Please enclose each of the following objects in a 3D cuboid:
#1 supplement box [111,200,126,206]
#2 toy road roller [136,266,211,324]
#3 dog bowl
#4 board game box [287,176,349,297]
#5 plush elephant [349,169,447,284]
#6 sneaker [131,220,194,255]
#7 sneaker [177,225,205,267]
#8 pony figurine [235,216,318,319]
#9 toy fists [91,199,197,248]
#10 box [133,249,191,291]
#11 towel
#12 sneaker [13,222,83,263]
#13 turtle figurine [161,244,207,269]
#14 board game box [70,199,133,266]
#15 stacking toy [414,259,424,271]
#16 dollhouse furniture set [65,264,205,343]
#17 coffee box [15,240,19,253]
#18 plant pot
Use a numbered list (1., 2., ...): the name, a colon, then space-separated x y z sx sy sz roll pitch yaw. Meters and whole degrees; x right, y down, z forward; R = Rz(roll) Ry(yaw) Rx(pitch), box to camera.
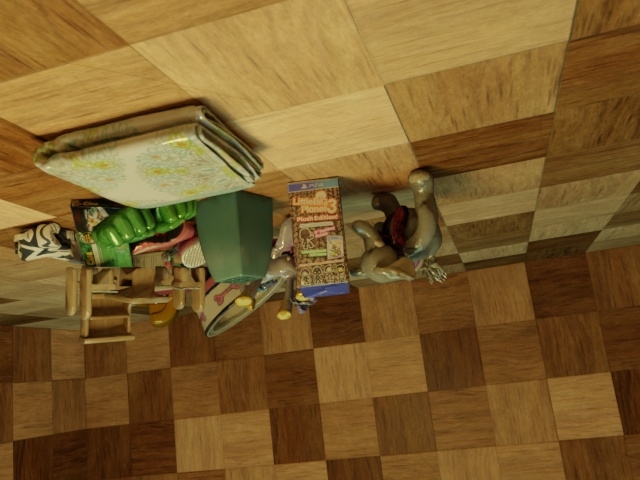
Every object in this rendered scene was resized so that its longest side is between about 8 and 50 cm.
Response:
1. supplement box: -0.495 -0.115 1.542 0.055 0.043 0.083 -4 168 -16
2. toy road roller: -0.604 0.228 2.559 0.329 0.241 0.202 -4 168 -10
3. dog bowl: -0.324 0.195 2.430 0.408 0.150 0.408 -38 170 -8
4. board game box: 0.000 0.000 1.746 0.141 0.291 0.232 -6 167 2
5. plush elephant: 0.196 0.007 1.737 0.255 0.330 0.272 -22 -177 -29
6. sneaker: -0.524 -0.002 1.872 0.313 0.116 0.136 -10 168 15
7. sneaker: -0.324 -0.029 1.954 0.282 0.102 0.161 -23 -151 -12
8. pony figurine: -0.113 0.078 1.999 0.350 0.363 0.303 -5 131 -2
9. toy fists: -0.438 -0.054 1.580 0.279 0.096 0.142 -24 180 -43
10. box: -0.579 0.123 2.314 0.232 0.149 0.127 -7 169 2
11. towel: -0.344 -0.166 1.309 0.374 0.090 0.320 -10 164 14
12. sneaker: -0.822 0.018 1.853 0.153 0.094 0.235 -6 167 4
13. turtle figurine: -0.475 0.060 2.187 0.234 0.118 0.175 -6 127 -9
14. board game box: -0.597 -0.013 1.705 0.136 0.030 0.260 0 141 -11
15. stacking toy: 0.300 0.043 2.496 0.141 0.141 0.330 -13 161 27
16. dollhouse furniture set: -0.614 0.209 1.948 0.362 0.257 0.394 1 179 -39
17. coffee box: -0.853 0.020 1.961 0.113 0.040 0.184 -18 163 42
18. plant pot: -0.236 -0.001 1.750 0.165 0.234 0.165 -15 166 33
